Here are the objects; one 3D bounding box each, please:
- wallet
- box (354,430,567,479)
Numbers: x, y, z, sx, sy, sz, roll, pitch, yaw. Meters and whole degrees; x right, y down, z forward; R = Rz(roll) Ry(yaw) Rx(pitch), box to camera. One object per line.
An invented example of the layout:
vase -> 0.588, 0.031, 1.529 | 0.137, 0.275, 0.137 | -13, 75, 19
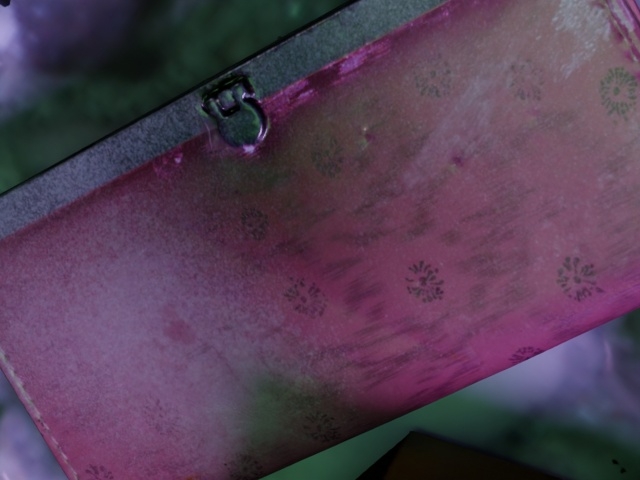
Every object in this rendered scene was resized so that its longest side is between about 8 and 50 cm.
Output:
wallet -> 0.000, 0.000, 0.517 | 0.232, 0.025, 0.119 | -27, 98, 21
box -> 0.061, 0.196, 0.533 | 0.159, 0.071, 0.240 | 17, 109, 12
